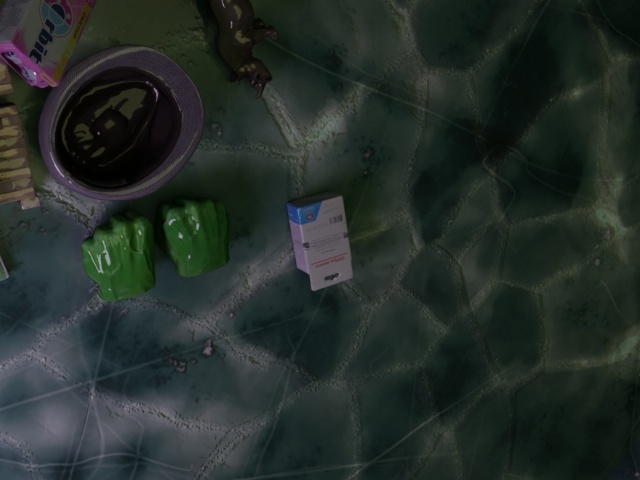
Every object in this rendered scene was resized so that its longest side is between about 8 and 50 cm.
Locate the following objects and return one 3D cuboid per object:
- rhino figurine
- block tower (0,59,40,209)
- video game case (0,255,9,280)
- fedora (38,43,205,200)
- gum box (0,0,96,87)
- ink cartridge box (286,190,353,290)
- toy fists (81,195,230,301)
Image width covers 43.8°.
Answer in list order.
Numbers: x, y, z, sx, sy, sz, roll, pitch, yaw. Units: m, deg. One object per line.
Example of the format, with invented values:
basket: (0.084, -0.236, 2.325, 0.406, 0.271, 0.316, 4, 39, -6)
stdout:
rhino figurine: (-0.139, -0.374, 1.436, 0.106, 0.073, 0.243, -20, 114, -26)
block tower: (-0.532, -0.212, 1.261, 0.097, 0.091, 0.335, -16, 110, -23)
video game case: (-0.644, 0.003, 1.300, 0.193, 0.023, 0.212, -24, 114, -20)
fedora: (-0.340, -0.201, 1.345, 0.275, 0.124, 0.244, -48, 118, 1)
gum box: (-0.431, -0.339, 1.235, 0.107, 0.062, 0.188, 47, 54, -55)
ink cartridge box: (0.000, 0.000, 1.620, 0.104, 0.060, 0.180, -17, 111, -24)
toy fists: (-0.295, 0.000, 1.447, 0.279, 0.096, 0.142, -17, 121, -25)
